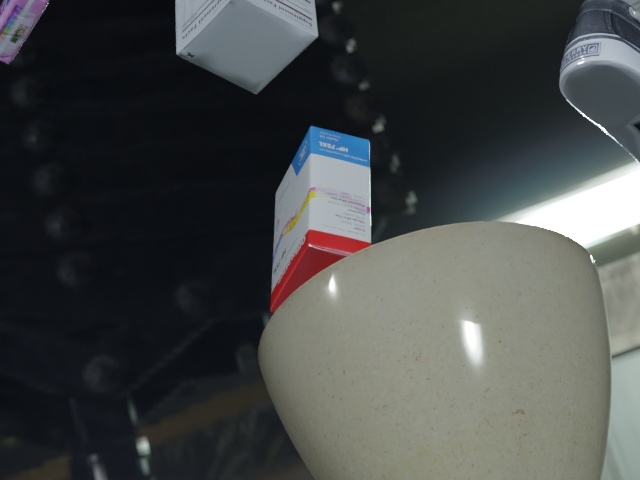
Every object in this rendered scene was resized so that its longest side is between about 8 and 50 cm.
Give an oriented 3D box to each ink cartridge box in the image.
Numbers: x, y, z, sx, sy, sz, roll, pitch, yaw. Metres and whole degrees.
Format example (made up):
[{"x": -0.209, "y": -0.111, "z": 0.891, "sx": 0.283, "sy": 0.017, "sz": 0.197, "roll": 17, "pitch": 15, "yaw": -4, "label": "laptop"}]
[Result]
[{"x": 0.000, "y": 0.000, "z": 1.845, "sx": 0.078, "sy": 0.231, "sz": 0.134, "roll": 14, "pitch": -42, "yaw": -15, "label": "ink cartridge box"}]

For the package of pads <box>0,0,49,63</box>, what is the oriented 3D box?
[{"x": -0.267, "y": -0.202, "z": 1.420, "sx": 0.032, "sy": 0.050, "sz": 0.083, "roll": 27, "pitch": -53, "yaw": -19, "label": "package of pads"}]

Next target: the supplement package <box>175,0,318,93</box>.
[{"x": -0.102, "y": -0.341, "z": 2.114, "sx": 0.134, "sy": 0.244, "sz": 0.139, "roll": 24, "pitch": -46, "yaw": -32, "label": "supplement package"}]

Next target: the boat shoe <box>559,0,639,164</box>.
[{"x": 0.328, "y": -0.115, "z": 1.479, "sx": 0.301, "sy": 0.102, "sz": 0.108, "roll": 36, "pitch": -36, "yaw": -31, "label": "boat shoe"}]

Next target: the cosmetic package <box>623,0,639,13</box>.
[{"x": 0.385, "y": -0.447, "z": 1.934, "sx": 0.155, "sy": 0.365, "sz": 0.197, "roll": -20, "pitch": 2, "yaw": -11, "label": "cosmetic package"}]

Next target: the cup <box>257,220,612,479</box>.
[{"x": 0.129, "y": 0.173, "z": 1.449, "sx": 0.331, "sy": 0.237, "sz": 0.331, "roll": -11, "pitch": -34, "yaw": -7, "label": "cup"}]
